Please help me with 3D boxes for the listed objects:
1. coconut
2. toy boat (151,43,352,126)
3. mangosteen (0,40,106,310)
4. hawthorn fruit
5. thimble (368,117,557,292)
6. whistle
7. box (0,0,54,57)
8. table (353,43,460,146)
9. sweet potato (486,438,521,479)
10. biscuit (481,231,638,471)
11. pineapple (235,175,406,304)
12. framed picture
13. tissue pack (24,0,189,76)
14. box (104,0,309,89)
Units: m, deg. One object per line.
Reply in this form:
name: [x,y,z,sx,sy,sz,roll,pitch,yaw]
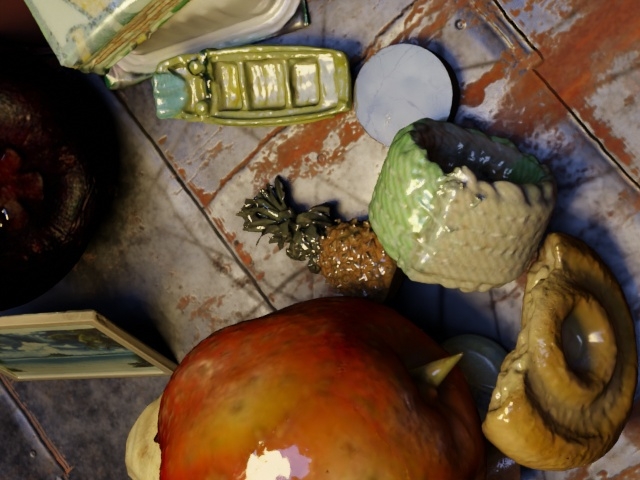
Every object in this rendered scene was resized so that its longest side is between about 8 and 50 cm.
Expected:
coconut: [-0.168,0.304,1.334,0.224,0.224,0.224,3,99,22]
toy boat: [-0.087,-0.210,1.274,0.276,0.084,0.111,-1,101,16]
mangosteen: [-0.508,-0.094,1.345,0.435,0.382,0.382,12,105,57]
hawthorn fruit: [0.018,0.238,1.096,0.402,0.403,0.403,3,99,22]
thimble: [0.165,-0.042,1.120,0.219,0.219,0.150,27,116,17]
whistle: [0.152,0.169,1.244,0.258,0.067,0.126,22,108,21]
box: [-0.493,-0.414,1.370,0.193,0.167,0.294,2,99,20]
table: [0.112,-0.186,1.219,0.133,0.043,0.133,3,99,22]
sweet potato: [0.175,0.331,1.247,0.251,0.097,0.097,-40,82,26]
biscuit: [0.295,0.138,1.096,0.091,0.213,0.274,-17,50,49]
pineapple: [0.000,0.000,1.258,0.251,0.125,0.125,28,107,22]
framed picture: [-0.400,0.160,1.398,0.315,0.232,0.024,-5,61,24]
tissue pack: [-0.244,-0.389,1.179,0.311,0.128,0.228,-34,84,21]
box: [-0.208,-0.377,1.290,0.336,0.106,0.264,-13,93,24]
